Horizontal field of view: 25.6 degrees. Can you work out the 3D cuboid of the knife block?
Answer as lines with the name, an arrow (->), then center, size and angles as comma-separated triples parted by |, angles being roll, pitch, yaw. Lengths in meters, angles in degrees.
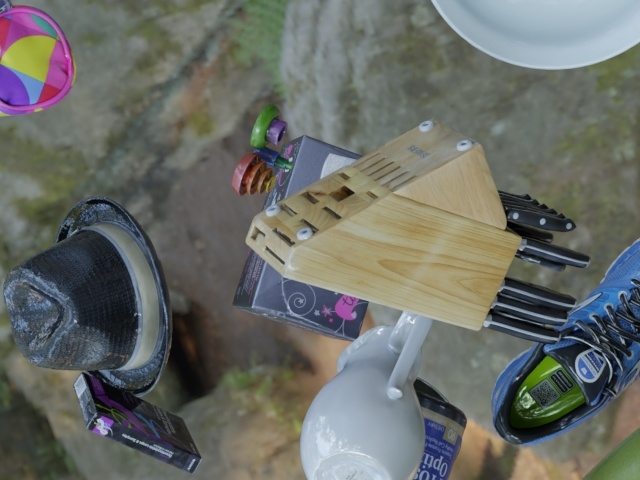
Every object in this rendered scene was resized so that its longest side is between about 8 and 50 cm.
knife block -> 0.101, 0.030, 1.255 | 0.088, 0.276, 0.242 | 37, 153, 58

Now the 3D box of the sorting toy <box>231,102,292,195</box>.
sorting toy -> -0.053, -0.088, 1.454 | 0.042, 0.102, 0.061 | 24, 180, 12

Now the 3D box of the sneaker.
sneaker -> 0.314, 0.115, 1.514 | 0.130, 0.330, 0.147 | 45, -164, 5

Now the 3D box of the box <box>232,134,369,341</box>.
box -> 0.000, 0.000, 1.942 | 0.142, 0.163, 0.247 | 177, 111, -76

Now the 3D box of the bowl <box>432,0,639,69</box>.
bowl -> 0.245, -0.339, 1.492 | 0.134, 0.298, 0.297 | -86, -18, -69

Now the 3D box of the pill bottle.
pill bottle -> 0.084, 0.291, 1.663 | 0.123, 0.123, 0.219 | 144, 148, -72

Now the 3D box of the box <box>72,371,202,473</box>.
box -> -0.237, 0.235, 1.816 | 0.162, 0.029, 0.116 | 30, -171, -28

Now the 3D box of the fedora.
fedora -> -0.352, 0.095, 2.017 | 0.334, 0.153, 0.334 | 24, 121, 48

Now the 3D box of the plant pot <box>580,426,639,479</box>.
plant pot -> 0.382, 0.280, 1.409 | 0.293, 0.275, 0.274 | -32, 78, 50

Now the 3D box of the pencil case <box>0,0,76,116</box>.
pencil case -> -0.312, -0.153, 1.264 | 0.236, 0.104, 0.104 | -2, 109, 55

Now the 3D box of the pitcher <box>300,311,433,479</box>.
pitcher -> 0.060, 0.163, 1.440 | 0.177, 0.126, 0.207 | -61, 5, 35

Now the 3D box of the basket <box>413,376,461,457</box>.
basket -> 0.107, 0.297, 2.053 | 0.204, 0.154, 0.227 | 23, 161, 14
